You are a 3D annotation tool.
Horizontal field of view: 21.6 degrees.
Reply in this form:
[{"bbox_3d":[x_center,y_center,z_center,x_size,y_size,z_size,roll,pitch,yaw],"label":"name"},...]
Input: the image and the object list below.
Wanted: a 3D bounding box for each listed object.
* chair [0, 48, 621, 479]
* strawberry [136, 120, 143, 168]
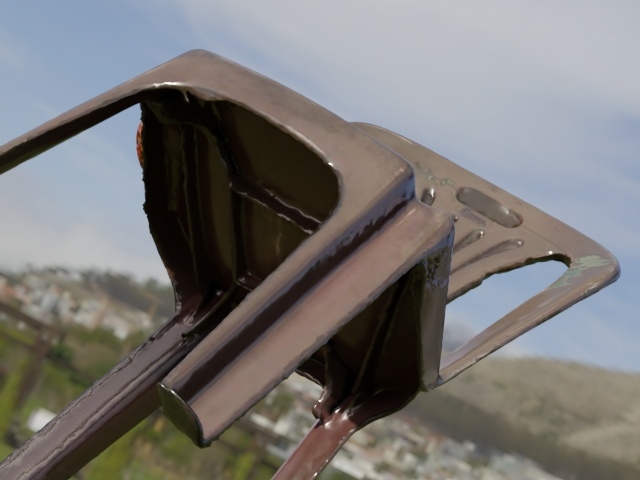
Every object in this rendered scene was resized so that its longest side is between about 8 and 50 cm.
[{"bbox_3d":[0.000,0.000,0.736,0.175,0.326,0.183,30,-39,26],"label":"chair"},{"bbox_3d":[-0.076,-0.060,1.058,0.073,0.073,0.083,33,-3,-39],"label":"strawberry"}]
